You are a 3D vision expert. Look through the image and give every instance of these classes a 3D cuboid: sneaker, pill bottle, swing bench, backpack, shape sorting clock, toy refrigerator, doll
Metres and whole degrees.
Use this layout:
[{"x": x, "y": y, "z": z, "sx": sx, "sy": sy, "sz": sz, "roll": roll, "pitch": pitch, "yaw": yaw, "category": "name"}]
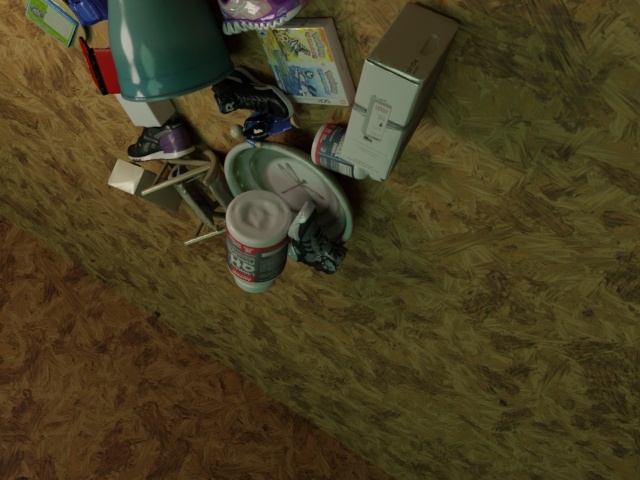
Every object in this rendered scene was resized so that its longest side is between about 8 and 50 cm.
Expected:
[{"x": -0.488, "y": -0.311, "z": 2.054, "sx": 0.284, "sy": 0.107, "sz": 0.124, "roll": 2, "pitch": 117, "yaw": 41, "category": "sneaker"}, {"x": -0.177, "y": 0.016, "z": 1.923, "sx": 0.176, "sy": 0.176, "sz": 0.318, "roll": 27, "pitch": 148, "yaw": 10, "category": "pill bottle"}, {"x": -0.175, "y": -0.328, "z": 1.646, "sx": 0.217, "sy": 0.121, "sz": 0.079, "roll": 36, "pitch": 153, "yaw": 29, "category": "sneaker"}, {"x": -0.346, "y": -0.128, "z": 2.064, "sx": 0.255, "sy": 0.165, "sz": 0.253, "roll": -6, "pitch": 136, "yaw": 27, "category": "swing bench"}, {"x": -0.135, "y": -0.506, "z": 1.453, "sx": 0.237, "sy": 0.095, "sz": 0.104, "roll": 6, "pitch": 131, "yaw": 39, "category": "sneaker"}, {"x": -0.578, "y": -0.594, "z": 1.723, "sx": 0.120, "sy": 0.101, "sz": 0.097, "roll": 5, "pitch": 132, "yaw": 43, "category": "backpack"}, {"x": -0.732, "y": -0.617, "z": 1.884, "sx": 0.206, "sy": 0.040, "sz": 0.206, "roll": 21, "pitch": 149, "yaw": 14, "category": "shape sorting clock"}, {"x": -0.539, "y": -0.173, "z": 2.160, "sx": 0.102, "sy": 0.094, "sz": 0.269, "roll": 22, "pitch": 178, "yaw": 19, "category": "toy refrigerator"}, {"x": 0.080, "y": -0.207, "z": 1.642, "sx": 0.180, "sy": 0.108, "sz": 0.108, "roll": 21, "pitch": 146, "yaw": 18, "category": "pill bottle"}, {"x": 0.000, "y": 0.000, "z": 1.819, "sx": 0.153, "sy": 0.101, "sz": 0.268, "roll": 28, "pitch": 154, "yaw": 8, "category": "sneaker"}, {"x": -0.141, "y": -0.292, "z": 1.718, "sx": 0.189, "sy": 0.129, "sz": 0.046, "roll": -13, "pitch": 151, "yaw": 23, "category": "doll"}]

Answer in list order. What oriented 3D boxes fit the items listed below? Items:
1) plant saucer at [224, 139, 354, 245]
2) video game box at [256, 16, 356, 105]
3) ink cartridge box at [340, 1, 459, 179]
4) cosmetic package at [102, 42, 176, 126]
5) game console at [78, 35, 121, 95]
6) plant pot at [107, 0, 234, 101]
[{"x": -0.071, "y": -0.140, "z": 1.877, "sx": 0.401, "sy": 0.100, "sz": 0.400, "roll": 23, "pitch": 146, "yaw": 17, "category": "plant saucer"}, {"x": -0.031, "y": -0.399, "z": 1.540, "sx": 0.187, "sy": 0.048, "sz": 0.205, "roll": 9, "pitch": 141, "yaw": 32, "category": "video game box"}, {"x": 0.152, "y": -0.294, "z": 1.363, "sx": 0.117, "sy": 0.207, "sz": 0.283, "roll": 27, "pitch": 147, "yaw": 8, "category": "ink cartridge box"}, {"x": -0.513, "y": -0.430, "z": 1.902, "sx": 0.118, "sy": 0.085, "sz": 0.231, "roll": 9, "pitch": 142, "yaw": 35, "category": "cosmetic package"}, {"x": -0.563, "y": -0.464, "z": 1.809, "sx": 0.124, "sy": 0.085, "sz": 0.144, "roll": 52, "pitch": 158, "yaw": 35, "category": "game console"}, {"x": -0.357, "y": -0.480, "z": 1.541, "sx": 0.272, "sy": 0.272, "sz": 0.255, "roll": 10, "pitch": 127, "yaw": 33, "category": "plant pot"}]
